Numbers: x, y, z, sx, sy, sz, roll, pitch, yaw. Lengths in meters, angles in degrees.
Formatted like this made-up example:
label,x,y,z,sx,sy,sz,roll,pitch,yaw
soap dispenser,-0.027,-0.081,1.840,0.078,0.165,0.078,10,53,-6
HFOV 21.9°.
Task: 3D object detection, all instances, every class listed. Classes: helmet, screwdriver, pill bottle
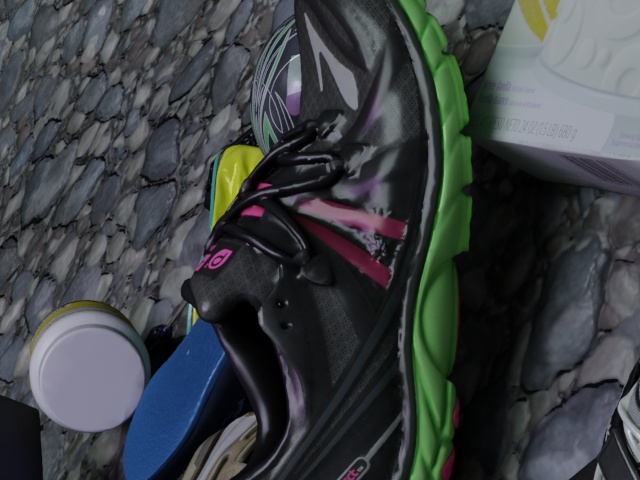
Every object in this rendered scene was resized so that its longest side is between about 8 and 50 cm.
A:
label,x,y,z,sx,sy,sz,roll,pitch,yaw
helmet,0.016,-0.123,1.456,0.169,0.161,0.169,-36,40,39
screwdriver,-0.147,0.085,1.647,0.025,0.024,0.170,68,155,8
pill bottle,-0.229,0.125,1.635,0.119,0.119,0.208,-65,10,-1

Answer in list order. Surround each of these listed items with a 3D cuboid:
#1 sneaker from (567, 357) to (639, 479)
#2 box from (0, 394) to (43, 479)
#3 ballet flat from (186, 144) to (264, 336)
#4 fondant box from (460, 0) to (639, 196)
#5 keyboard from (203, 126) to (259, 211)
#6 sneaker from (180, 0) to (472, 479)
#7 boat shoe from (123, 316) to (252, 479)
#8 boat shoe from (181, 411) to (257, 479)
label,x,y,z,sx,sy,sz,roll,pitch,yaw
sneaker,0.218,0.109,0.982,0.330,0.146,0.122,-37,31,38
box,-0.412,0.348,1.565,0.312,0.179,0.343,-47,35,28
ballet flat,-0.075,0.013,1.589,0.077,0.077,0.231,-1,67,21
fondant box,0.259,-0.198,1.207,0.238,0.096,0.330,15,80,60
keyboard,-0.066,-0.095,1.687,0.192,0.038,0.100,-37,40,40
sneaker,0.000,0.000,1.253,0.185,0.202,0.482,131,142,-70
boat shoe,-0.084,0.132,1.503,0.258,0.089,0.109,-53,41,20
boat shoe,-0.060,0.226,1.309,0.103,0.113,0.302,-38,20,22
